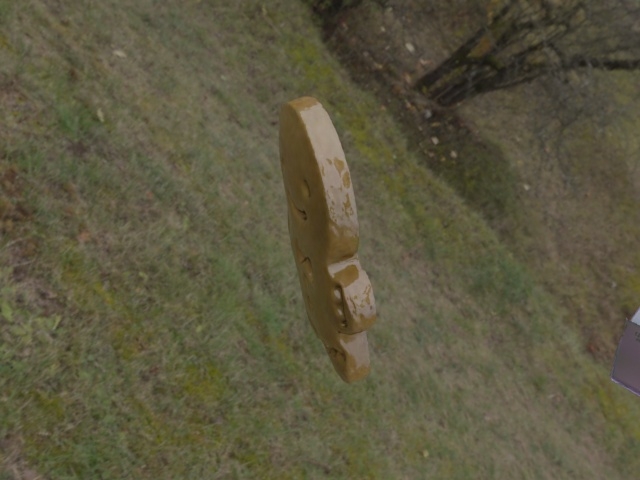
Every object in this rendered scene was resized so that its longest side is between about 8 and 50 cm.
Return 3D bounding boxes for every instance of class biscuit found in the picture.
[{"bbox_3d":[-0.003,0.001,0.862,0.275,0.052,0.355,-124,-158,-56],"label":"biscuit"}]

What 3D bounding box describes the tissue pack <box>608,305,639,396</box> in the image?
[{"bbox_3d":[0.365,0.093,0.499,0.246,0.093,0.148,31,63,32],"label":"tissue pack"}]
